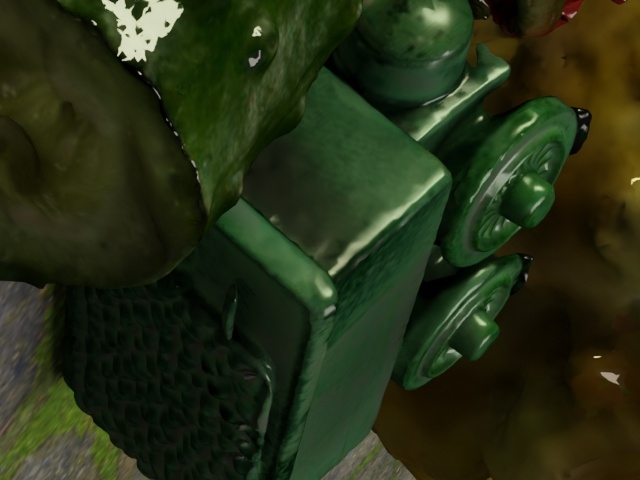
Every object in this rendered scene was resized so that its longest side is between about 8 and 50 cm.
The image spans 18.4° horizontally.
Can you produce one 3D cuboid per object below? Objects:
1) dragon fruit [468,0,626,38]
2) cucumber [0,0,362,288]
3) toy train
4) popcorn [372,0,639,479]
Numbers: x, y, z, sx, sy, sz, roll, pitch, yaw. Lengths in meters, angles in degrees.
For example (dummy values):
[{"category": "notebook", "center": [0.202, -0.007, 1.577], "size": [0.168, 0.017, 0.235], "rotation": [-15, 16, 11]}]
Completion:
[{"category": "dragon fruit", "center": [0.102, -0.173, 0.862], "size": [0.172, 0.160, 0.166], "rotation": [-48, -148, 46]}, {"category": "cucumber", "center": [-0.031, -0.101, 0.601], "size": [0.244, 0.134, 0.134], "rotation": [-49, 166, -37]}, {"category": "toy train", "center": [0.000, 0.000, 0.867], "size": [0.202, 0.145, 0.266], "rotation": [-39, 160, -28]}, {"category": "popcorn", "center": [0.181, -0.016, 1.103], "size": [0.390, 0.344, 0.354], "rotation": [-39, -168, -19]}]
